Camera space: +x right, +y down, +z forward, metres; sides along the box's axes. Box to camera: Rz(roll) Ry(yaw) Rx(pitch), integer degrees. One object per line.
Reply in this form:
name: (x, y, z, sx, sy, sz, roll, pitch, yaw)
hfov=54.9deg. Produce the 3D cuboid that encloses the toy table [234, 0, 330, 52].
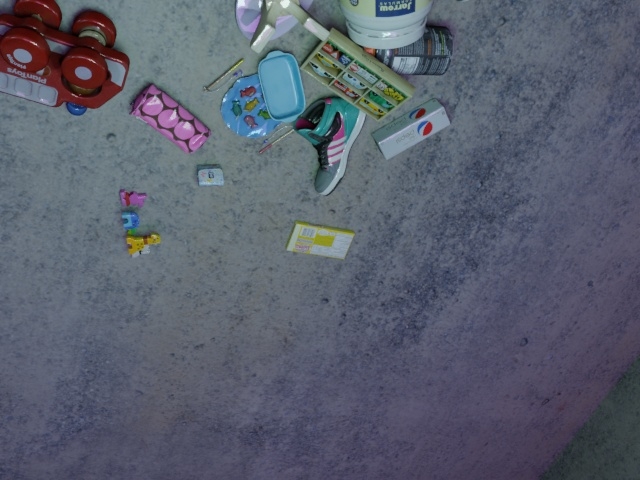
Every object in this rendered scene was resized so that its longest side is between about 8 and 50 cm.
toy table: (-0.093, -0.585, 1.477, 0.252, 0.160, 0.274, 17, 118, -26)

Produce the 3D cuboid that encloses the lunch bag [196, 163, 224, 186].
lunch bag: (-0.311, -0.181, 1.738, 0.071, 0.083, 0.053, -2, 124, -14)

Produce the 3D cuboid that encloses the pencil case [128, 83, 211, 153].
pencil case: (-0.393, -0.312, 1.621, 0.209, 0.095, 0.098, 35, 73, -31)

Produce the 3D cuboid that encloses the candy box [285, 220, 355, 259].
candy box: (0.000, 0.000, 1.990, 0.206, 0.027, 0.105, 10, 123, -22)

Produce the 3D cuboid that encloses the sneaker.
sneaker: (-0.001, -0.274, 1.738, 0.179, 0.124, 0.295, 10, 112, -28)

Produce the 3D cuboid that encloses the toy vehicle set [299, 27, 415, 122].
toy vehicle set: (0.095, -0.425, 1.609, 0.267, 0.035, 0.166, 31, 155, -16)

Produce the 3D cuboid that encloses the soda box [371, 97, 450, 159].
soda box: (0.265, -0.328, 1.812, 0.216, 0.074, 0.069, -29, 126, 5)

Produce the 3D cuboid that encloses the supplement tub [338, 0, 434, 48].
supplement tub: (0.154, -0.645, 1.443, 0.236, 0.235, 0.324, -14, 137, -7)

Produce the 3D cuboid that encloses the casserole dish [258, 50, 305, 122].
casserole dish: (-0.107, -0.409, 1.642, 0.114, 0.037, 0.188, -22, 114, -19)

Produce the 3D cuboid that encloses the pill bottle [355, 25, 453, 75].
pill bottle: (0.217, -0.507, 1.639, 0.246, 0.130, 0.130, -3, 124, -15)

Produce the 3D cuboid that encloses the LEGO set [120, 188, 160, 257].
LEGO set: (-0.514, -0.032, 1.780, 0.093, 0.087, 0.227, -6, 126, -12)

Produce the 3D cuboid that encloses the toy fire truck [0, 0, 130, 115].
toy fire truck: (-0.621, -0.413, 1.460, 0.302, 0.169, 0.254, 14, 143, -24)

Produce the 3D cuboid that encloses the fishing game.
fishing game: (-0.175, -0.360, 1.682, 0.189, 0.041, 0.264, -33, 129, 7)
